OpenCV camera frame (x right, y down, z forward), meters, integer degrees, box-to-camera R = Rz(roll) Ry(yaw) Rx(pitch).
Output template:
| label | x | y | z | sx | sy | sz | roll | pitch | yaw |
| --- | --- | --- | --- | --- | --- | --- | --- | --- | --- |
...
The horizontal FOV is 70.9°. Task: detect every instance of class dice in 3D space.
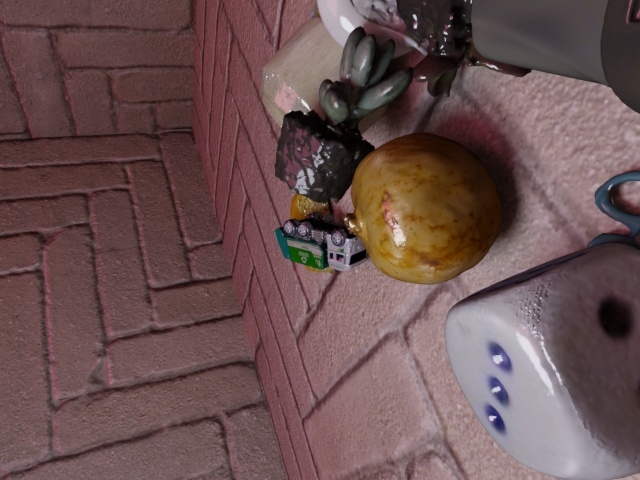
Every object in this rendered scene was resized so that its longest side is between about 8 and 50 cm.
| label | x | y | z | sx | sy | sz | roll | pitch | yaw |
| --- | --- | --- | --- | --- | --- | --- | --- | --- | --- |
| dice | 0.266 | 0.123 | 0.487 | 0.193 | 0.194 | 0.191 | 126 | 123 | -74 |

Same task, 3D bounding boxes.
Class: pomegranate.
| label | x | y | z | sx | sy | sz | roll | pitch | yaw |
| --- | --- | --- | --- | --- | --- | --- | --- | --- | --- |
| pomegranate | 0.149 | -0.048 | 0.691 | 0.248 | 0.248 | 0.248 | 171 | 90 | -67 |

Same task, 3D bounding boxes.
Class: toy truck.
| label | x | y | z | sx | sy | sz | roll | pitch | yaw |
| --- | --- | --- | --- | --- | --- | --- | --- | --- | --- |
| toy truck | 0.000 | 0.000 | 1.122 | 0.253 | 0.114 | 0.124 | 16 | 115 | 38 |

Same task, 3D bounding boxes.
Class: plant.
| label | x | y | z | sx | sy | sz | roll | pitch | yaw |
| --- | --- | --- | --- | --- | --- | --- | --- | --- | --- |
| plant | 0.029 | -0.196 | 0.722 | 0.146 | 0.149 | 0.274 | 41 | 123 | 12 |
| plant | 0.187 | -0.307 | 0.573 | 0.204 | 0.178 | 0.233 | 24 | 123 | 59 |

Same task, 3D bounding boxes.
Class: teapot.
| label | x | y | z | sx | sy | sz | roll | pitch | yaw |
| --- | --- | --- | --- | --- | --- | --- | --- | --- | --- |
| teapot | 0.088 | -0.405 | 0.714 | 0.204 | 0.298 | 0.139 | -47 | 11 | 13 |

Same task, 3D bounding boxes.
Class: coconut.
| label | x | y | z | sx | sy | sz | roll | pitch | yaw |
| --- | --- | --- | --- | --- | --- | --- | --- | --- | --- |
| coconut | 0.020 | -0.314 | 0.905 | 0.237 | 0.266 | 0.237 | 43 | -177 | -3 |

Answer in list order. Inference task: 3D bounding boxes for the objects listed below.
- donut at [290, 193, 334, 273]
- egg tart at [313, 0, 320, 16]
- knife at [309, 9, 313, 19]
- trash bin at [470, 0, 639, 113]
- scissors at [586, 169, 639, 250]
| label | x | y | z | sx | sy | sz | roll | pitch | yaw |
| --- | --- | --- | --- | --- | --- | --- | --- | --- | --- |
| donut | -0.027 | -0.035 | 1.300 | 0.152 | 0.101 | 0.259 | -160 | 60 | -71 |
| egg tart | 0.044 | -0.489 | 0.975 | 0.197 | 0.078 | 0.197 | 168 | 90 | -67 |
| knife | 0.013 | -0.402 | 1.137 | 0.080 | 0.044 | 0.331 | 34 | 135 | 56 |
| trash bin | 0.276 | -0.225 | 0.372 | 0.250 | 0.219 | 0.219 | -125 | 36 | -59 |
| scissors | 0.380 | 0.019 | 0.413 | 0.289 | 0.041 | 0.138 | -140 | 45 | -63 |
